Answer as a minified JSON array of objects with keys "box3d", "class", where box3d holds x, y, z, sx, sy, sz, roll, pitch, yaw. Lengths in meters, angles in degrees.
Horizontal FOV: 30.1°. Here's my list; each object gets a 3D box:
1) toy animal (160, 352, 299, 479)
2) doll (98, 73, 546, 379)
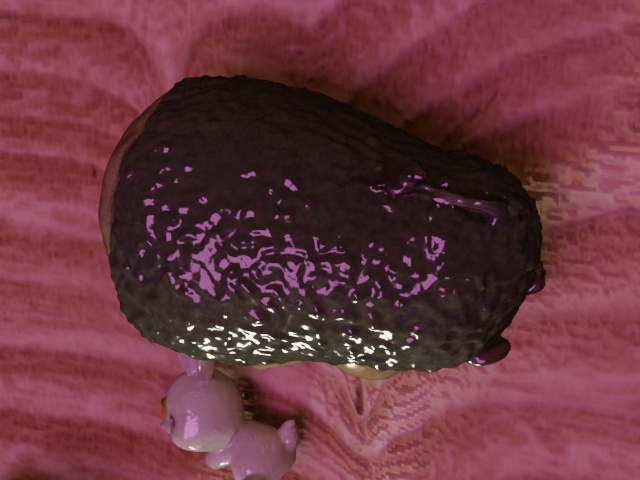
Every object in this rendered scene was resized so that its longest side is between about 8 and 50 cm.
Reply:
[{"box3d":[-0.098,0.148,1.128,0.127,0.131,0.182,-38,98,0],"class":"toy animal"},{"box3d":[0.000,0.000,0.943,0.349,0.247,0.247,7,112,17],"class":"doll"}]
